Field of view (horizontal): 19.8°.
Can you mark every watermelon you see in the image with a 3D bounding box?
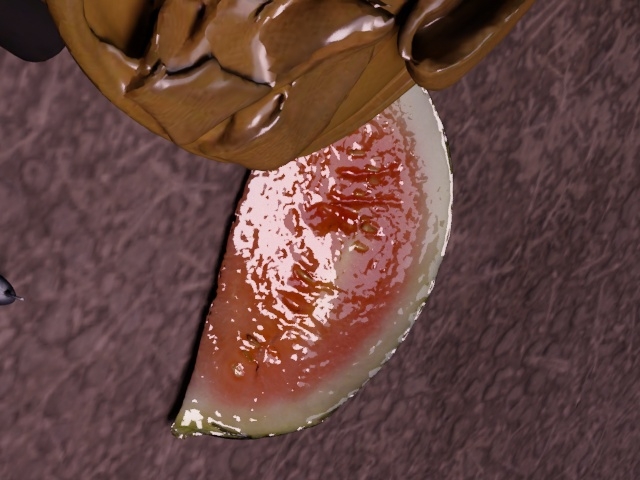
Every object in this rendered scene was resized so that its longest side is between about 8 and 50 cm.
[{"bbox_3d":[0.002,0.002,0.958,0.119,0.063,0.245,14,106,-39],"label":"watermelon"}]

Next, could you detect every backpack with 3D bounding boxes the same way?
[{"bbox_3d":[0.004,-0.217,0.663,0.378,0.201,0.353,-55,143,-2],"label":"backpack"}]

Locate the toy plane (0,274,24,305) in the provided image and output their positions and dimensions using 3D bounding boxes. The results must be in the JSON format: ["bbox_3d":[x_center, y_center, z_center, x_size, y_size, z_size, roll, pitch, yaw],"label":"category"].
[{"bbox_3d":[-0.158,0.014,0.792,0.083,0.031,0.078,32,77,-52],"label":"toy plane"}]
